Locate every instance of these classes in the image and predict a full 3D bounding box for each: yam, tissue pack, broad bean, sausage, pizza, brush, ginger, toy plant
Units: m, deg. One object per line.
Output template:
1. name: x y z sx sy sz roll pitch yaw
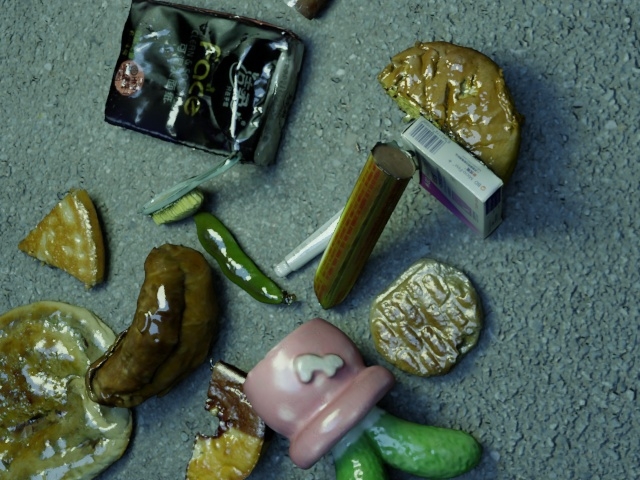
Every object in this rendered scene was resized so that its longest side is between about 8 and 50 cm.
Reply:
1. yam: -0.002 -0.449 1.750 0.079 0.079 0.141 43 104 17
2. tissue pack: -0.207 -0.280 1.800 0.332 0.123 0.245 18 97 21
3. broad bean: -0.146 0.038 1.803 0.254 0.046 0.065 44 114 18
4. sausage: 0.057 -0.006 1.633 0.082 0.082 0.371 44 139 17
5. pizza: -0.481 0.000 1.933 0.199 0.062 0.188 -4 94 29
6. brush: -0.215 -0.080 1.778 0.297 0.068 0.060 -23 111 48
7. ginger: -0.276 0.166 1.786 0.172 0.165 0.321 29 94 3
8. toy plant: 0.033 0.313 1.623 0.317 0.210 0.356 -38 84 -26

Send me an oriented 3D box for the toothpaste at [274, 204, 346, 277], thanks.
1. toothpaste: 0.000 0.000 1.758 0.190 0.031 0.048 -38 73 13

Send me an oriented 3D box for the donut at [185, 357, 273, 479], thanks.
1. donut: -0.146 0.324 1.773 0.141 0.085 0.217 21 97 20

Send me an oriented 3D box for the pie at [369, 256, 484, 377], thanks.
1. pie: 0.174 0.130 1.676 0.195 0.046 0.195 -1 86 23

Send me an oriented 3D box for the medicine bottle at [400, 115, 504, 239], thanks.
1. medicine bottle: 0.206 -0.096 1.588 0.171 0.201 0.052 42 85 16

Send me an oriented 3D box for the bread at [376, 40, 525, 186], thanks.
1. bread: 0.226 -0.212 1.615 0.260 0.160 0.147 40 93 21

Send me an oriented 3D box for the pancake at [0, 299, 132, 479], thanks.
1. pancake: -0.520 0.293 1.922 0.387 0.082 0.387 -2 83 19
